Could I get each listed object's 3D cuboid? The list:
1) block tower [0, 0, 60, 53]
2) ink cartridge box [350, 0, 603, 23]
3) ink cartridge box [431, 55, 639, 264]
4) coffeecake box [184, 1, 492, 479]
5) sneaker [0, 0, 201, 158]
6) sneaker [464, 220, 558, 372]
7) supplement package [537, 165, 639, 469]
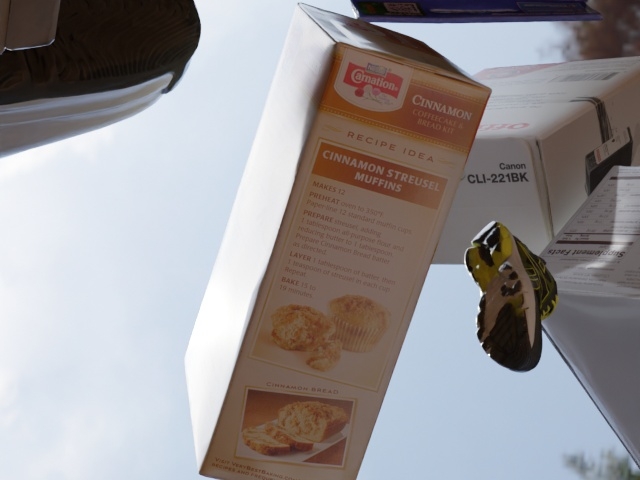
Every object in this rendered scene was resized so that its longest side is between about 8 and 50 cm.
[{"bbox_3d":[-0.205,-0.086,0.346,0.335,0.091,0.097,-15,-140,-41],"label":"block tower"},{"bbox_3d":[0.099,-0.243,1.216,0.186,0.065,0.311,0,-152,-6],"label":"ink cartridge box"},{"bbox_3d":[0.171,-0.073,1.364,0.197,0.114,0.273,0,-162,36],"label":"ink cartridge box"},{"bbox_3d":[0.000,0.000,0.679,0.068,0.185,0.142,16,-167,-11],"label":"coffeecake box"},{"bbox_3d":[-0.292,-0.045,0.779,0.448,0.257,0.169,-7,-126,-21],"label":"sneaker"},{"bbox_3d":[0.084,0.024,0.637,0.035,0.031,0.083,26,-146,-22],"label":"sneaker"},{"bbox_3d":[0.311,0.087,1.158,0.145,0.262,0.204,-47,-156,-22],"label":"supplement package"}]
